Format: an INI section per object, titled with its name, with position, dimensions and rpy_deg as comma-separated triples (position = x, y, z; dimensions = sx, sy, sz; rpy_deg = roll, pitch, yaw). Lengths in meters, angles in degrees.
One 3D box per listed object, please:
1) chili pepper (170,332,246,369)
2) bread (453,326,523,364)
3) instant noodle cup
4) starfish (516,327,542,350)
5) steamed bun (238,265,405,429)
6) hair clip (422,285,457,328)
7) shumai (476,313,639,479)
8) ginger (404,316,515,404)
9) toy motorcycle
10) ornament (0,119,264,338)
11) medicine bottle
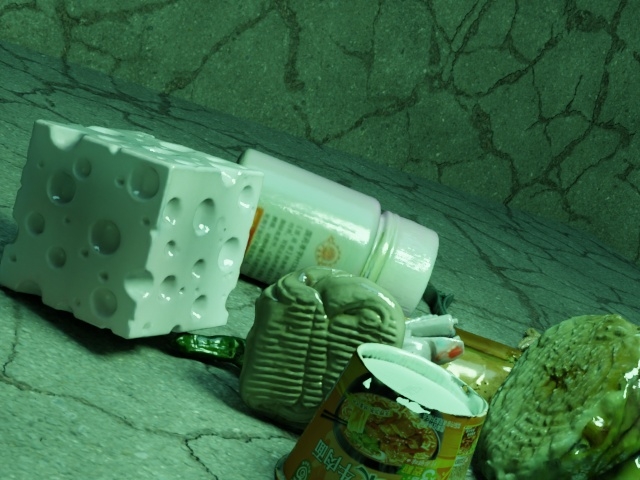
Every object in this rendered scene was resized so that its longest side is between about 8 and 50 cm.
[chili pepper]
position = -0.120, 0.163, 1.658
dimensions = 0.182, 0.050, 0.073
rpy_deg = 20, 30, -1
[bread]
position = 0.287, 0.206, 2.193
dimensions = 0.226, 0.049, 0.088
rpy_deg = 20, 14, -19
[instant noodle cup]
position = 0.085, 0.243, 1.417
dimensions = 0.230, 0.182, 0.230
rpy_deg = 23, 12, -5
[starfish]
position = 0.493, 0.231, 2.459
dimensions = 0.227, 0.043, 0.240
rpy_deg = 21, 10, -20
[steamed bun]
position = 0.010, 0.140, 1.578
dimensions = 0.211, 0.217, 0.144
rpy_deg = 9, 11, 7
[hair clip]
position = 0.251, 0.154, 2.381
dimensions = 0.070, 0.039, 0.229
rpy_deg = 21, 18, -10
[shumai]
position = 0.405, 0.290, 1.687
dimensions = 0.263, 0.309, 0.304
rpy_deg = 47, 17, -15
[ginger]
position = 0.300, 0.255, 1.899
dimensions = 0.348, 0.122, 0.363
rpy_deg = 13, 17, -23
[toy motorcycle]
position = 0.092, 0.178, 1.734
dimensions = 0.260, 0.110, 0.171
rpy_deg = -13, 22, -13
[ornament]
position = -0.260, -0.018, 1.644
dimensions = 0.240, 0.239, 0.239
rpy_deg = 19, 8, 26
[medicine bottle]
position = 0.000, 0.000, 2.129
dimensions = 0.388, 0.219, 0.219
rpy_deg = 21, 13, -9
